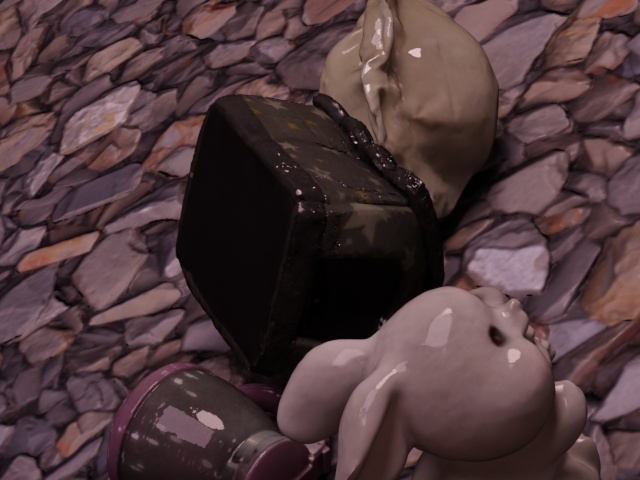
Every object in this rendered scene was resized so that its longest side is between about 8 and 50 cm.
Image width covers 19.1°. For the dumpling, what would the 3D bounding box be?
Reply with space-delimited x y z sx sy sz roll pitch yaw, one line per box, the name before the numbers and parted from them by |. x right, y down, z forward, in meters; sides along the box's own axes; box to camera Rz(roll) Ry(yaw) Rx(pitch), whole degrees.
dumpling | 0.069 -0.135 1.586 0.147 0.193 0.258 -13 35 16

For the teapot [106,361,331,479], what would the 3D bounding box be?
teapot | -0.067 0.164 1.410 0.146 0.148 0.116 22 95 36

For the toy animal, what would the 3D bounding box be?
toy animal | 0.087 0.129 1.253 0.178 0.193 0.127 -38 34 5

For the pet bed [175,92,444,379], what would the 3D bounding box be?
pet bed | 0.000 0.000 1.483 0.159 0.183 0.211 2 26 -28
